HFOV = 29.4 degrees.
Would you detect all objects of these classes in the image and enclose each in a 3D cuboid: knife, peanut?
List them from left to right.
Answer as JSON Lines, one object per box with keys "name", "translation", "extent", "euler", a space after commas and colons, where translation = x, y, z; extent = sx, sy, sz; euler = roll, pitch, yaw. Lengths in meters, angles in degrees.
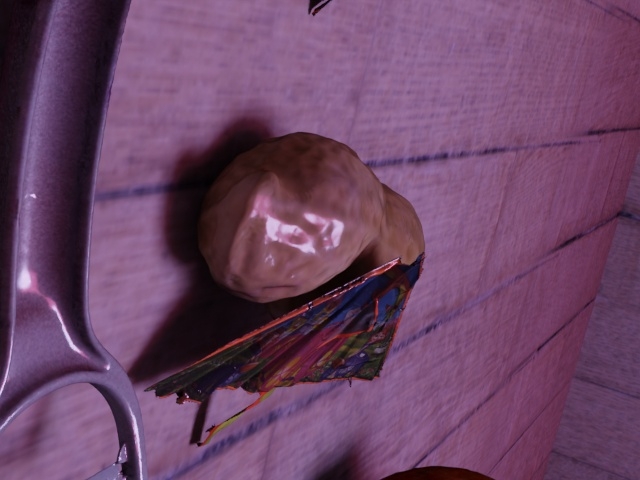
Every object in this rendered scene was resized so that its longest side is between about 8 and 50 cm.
{"name": "knife", "translation": [-0.102, -0.006, 0.443], "extent": [0.123, 0.053, 0.278], "euler": [-30, 133, -57]}
{"name": "peanut", "translation": [-0.001, -0.001, 0.680], "extent": [0.104, 0.085, 0.228], "euler": [-60, 158, -4]}

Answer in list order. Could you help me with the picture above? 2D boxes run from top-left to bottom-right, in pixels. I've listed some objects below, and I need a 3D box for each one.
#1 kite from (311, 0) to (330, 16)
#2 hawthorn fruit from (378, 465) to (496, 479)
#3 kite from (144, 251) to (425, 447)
{"name": "kite", "translation": [0.051, -0.183, 0.686], "extent": [0.159, 0.010, 0.190], "euler": [-43, -172, -4]}
{"name": "hawthorn fruit", "translation": [0.082, 0.340, 0.971], "extent": [0.298, 0.277, 0.277], "euler": [-47, 164, 10]}
{"name": "kite", "translation": [-0.001, 0.066, 0.689], "extent": [0.183, 0.014, 0.241], "euler": [-40, 158, 18]}
